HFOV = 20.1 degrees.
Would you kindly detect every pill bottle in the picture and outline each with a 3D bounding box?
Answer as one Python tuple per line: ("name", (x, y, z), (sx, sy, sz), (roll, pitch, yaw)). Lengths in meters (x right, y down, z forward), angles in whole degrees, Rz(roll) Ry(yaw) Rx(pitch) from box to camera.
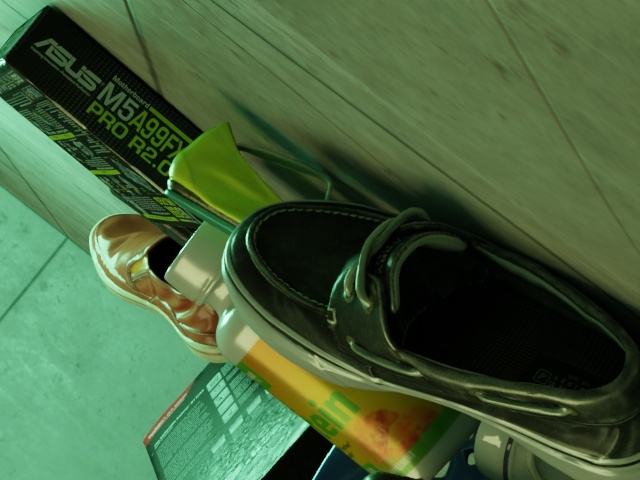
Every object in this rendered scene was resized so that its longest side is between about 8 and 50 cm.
("pill bottle", (0.009, 0.065, 1.348), (0.246, 0.136, 0.136), (38, 172, 0))

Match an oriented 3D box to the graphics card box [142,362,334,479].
("graphics card box", (-0.065, 0.215, 1.943), (0.094, 0.233, 0.371), (42, -179, -17))

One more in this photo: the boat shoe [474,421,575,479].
("boat shoe", (0.189, 0.163, 1.272), (0.088, 0.096, 0.267), (28, 169, 32))

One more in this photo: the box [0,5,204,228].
("box", (-0.185, -0.100, 1.556), (0.216, 0.060, 0.270), (39, 172, -12))

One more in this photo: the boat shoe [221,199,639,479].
("boat shoe", (0.069, 0.033, 1.086), (0.335, 0.121, 0.119), (21, 154, 33))

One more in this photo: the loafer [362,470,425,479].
("loafer", (0.153, 0.246, 1.307), (0.134, 0.130, 0.366), (-19, 149, 37))

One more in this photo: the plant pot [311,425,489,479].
("plant pot", (0.137, 0.251, 1.531), (0.212, 0.236, 0.236), (22, 163, 38))

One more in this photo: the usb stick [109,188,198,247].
("usb stick", (-0.099, 0.011, 1.830), (0.278, 0.045, 0.077), (36, 171, 11))

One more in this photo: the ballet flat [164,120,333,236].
("ballet flat", (0.000, 0.000, 1.247), (0.231, 0.077, 0.077), (37, 173, 3))

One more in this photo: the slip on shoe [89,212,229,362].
("slip on shoe", (-0.167, 0.029, 2.068), (0.331, 0.123, 0.101), (35, 140, 52))
